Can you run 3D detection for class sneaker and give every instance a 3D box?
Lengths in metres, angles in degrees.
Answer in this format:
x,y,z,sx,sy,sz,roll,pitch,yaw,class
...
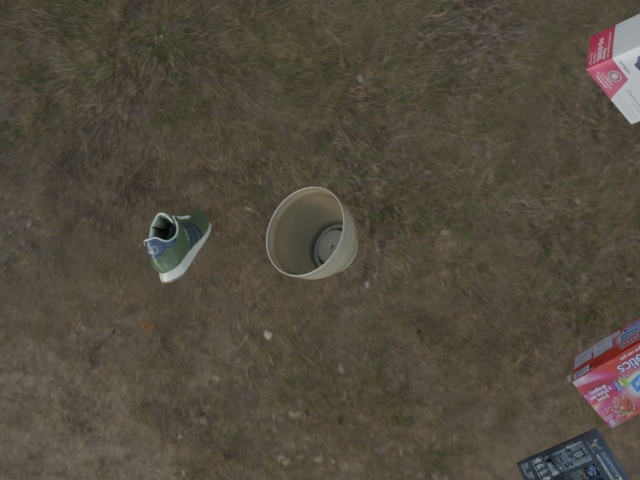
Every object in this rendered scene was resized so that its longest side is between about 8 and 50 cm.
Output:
x,y,z,sx,sy,sz,roll,pitch,yaw,class
-0.237,-0.018,1.224,0.064,0.192,0.086,-17,119,20,sneaker

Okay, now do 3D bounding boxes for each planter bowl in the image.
x,y,z,sx,sy,sz,roll,pitch,yaw,class
0.000,0.000,1.305,0.162,0.162,0.109,-53,142,5,planter bowl

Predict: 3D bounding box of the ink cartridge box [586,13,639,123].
x,y,z,sx,sy,sz,roll,pitch,yaw,class
0.639,-0.335,1.345,0.172,0.237,0.100,37,55,-28,ink cartridge box

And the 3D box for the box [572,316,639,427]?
x,y,z,sx,sy,sz,roll,pitch,yaw,class
0.628,0.230,1.423,0.257,0.128,0.123,-40,90,25,box

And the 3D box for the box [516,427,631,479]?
x,y,z,sx,sy,sz,roll,pitch,yaw,class
0.509,0.492,1.430,0.183,0.233,0.059,-27,118,6,box
